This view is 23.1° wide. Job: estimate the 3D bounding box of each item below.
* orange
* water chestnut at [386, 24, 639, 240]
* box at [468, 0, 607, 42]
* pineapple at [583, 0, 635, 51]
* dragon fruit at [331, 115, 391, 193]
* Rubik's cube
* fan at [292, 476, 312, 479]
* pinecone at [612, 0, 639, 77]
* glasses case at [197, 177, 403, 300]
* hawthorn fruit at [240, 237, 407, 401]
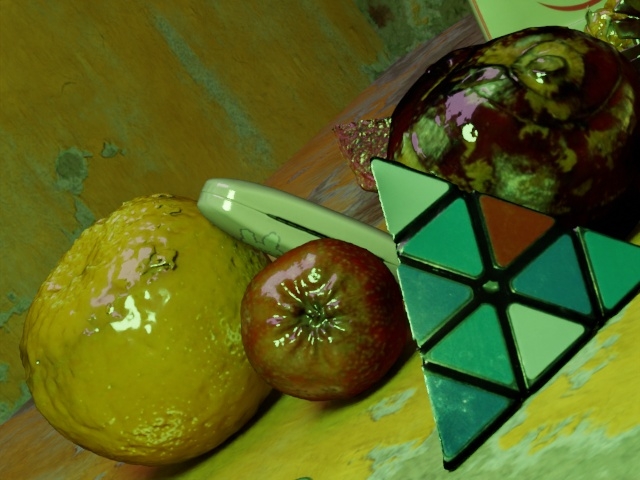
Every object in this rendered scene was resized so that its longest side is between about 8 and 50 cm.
[{"bbox_3d":[-0.193,0.118,1.908,0.341,0.293,0.340,-38,25,22],"label":"orange"},{"bbox_3d":[0.198,-0.076,1.542,0.289,0.244,0.289,-33,12,8],"label":"water chestnut"},{"bbox_3d":[0.352,-0.403,2.221,0.312,0.300,0.314,-23,12,11],"label":"box"},{"bbox_3d":[0.409,-0.276,1.902,0.250,0.140,0.164,-41,-10,-6],"label":"pineapple"},{"bbox_3d":[0.168,-0.117,2.275,0.274,0.126,0.161,-9,-11,21],"label":"dragon fruit"},{"bbox_3d":[0.168,0.069,1.455,0.250,0.284,0.234,-14,-18,-12],"label":"Rubik's cube"},{"bbox_3d":[-0.057,0.266,1.537,0.133,0.005,0.085,-27,15,45],"label":"fan"},{"bbox_3d":[0.402,-0.217,1.581,0.201,0.202,0.229,1,31,-17],"label":"pinecone"},{"bbox_3d":[0.000,0.000,1.801,0.113,0.297,0.075,151,139,-83],"label":"glasses case"},{"bbox_3d":[0.007,0.086,1.692,0.179,0.179,0.200,-37,-4,6],"label":"hawthorn fruit"}]
